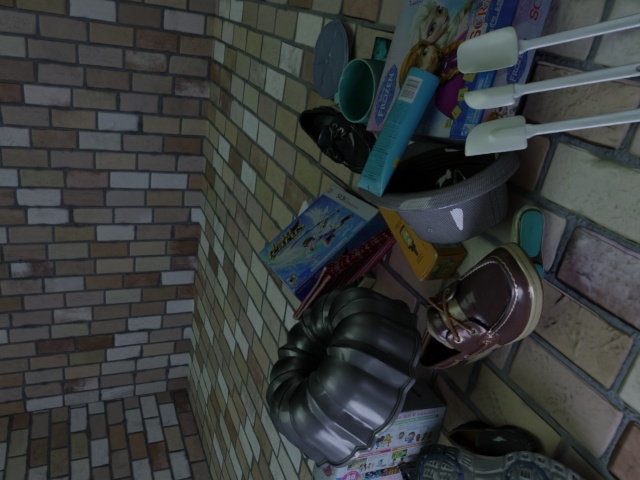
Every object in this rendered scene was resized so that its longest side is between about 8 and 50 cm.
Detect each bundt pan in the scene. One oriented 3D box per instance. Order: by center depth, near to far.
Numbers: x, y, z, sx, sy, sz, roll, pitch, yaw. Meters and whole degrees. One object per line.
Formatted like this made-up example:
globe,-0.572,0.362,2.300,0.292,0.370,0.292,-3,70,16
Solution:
bundt pan,0.018,0.219,0.925,0.331,0.124,0.331,-47,21,25

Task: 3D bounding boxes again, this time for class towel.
towel,0.068,0.055,1.098,0.031,0.275,0.199,48,141,13

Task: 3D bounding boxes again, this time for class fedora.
fedora,0.208,-0.078,0.877,0.275,0.244,0.124,12,132,53

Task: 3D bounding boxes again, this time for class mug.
mug,0.106,-0.318,1.097,0.157,0.097,0.129,53,137,41

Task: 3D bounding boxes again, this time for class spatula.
spatula,0.306,-0.211,0.689,0.242,0.019,0.168,-4,86,30

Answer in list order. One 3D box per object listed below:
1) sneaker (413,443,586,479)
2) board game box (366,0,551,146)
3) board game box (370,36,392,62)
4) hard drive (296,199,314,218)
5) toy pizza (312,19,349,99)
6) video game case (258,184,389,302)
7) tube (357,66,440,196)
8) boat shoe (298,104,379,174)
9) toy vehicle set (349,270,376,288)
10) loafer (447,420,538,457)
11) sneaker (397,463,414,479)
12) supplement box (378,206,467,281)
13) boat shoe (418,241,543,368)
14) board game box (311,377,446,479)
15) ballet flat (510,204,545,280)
sneaker,0.295,0.380,0.803,0.297,0.129,0.111,-4,64,45
board game box,0.223,-0.323,0.879,0.318,0.066,0.318,27,103,61
board game box,0.142,-0.350,1.166,0.126,0.026,0.186,-131,45,-53
hard drive,-0.015,0.062,1.504,0.203,0.040,0.307,115,144,-43
toy pizza,0.033,-0.476,1.380,0.201,0.032,0.201,13,104,63
video game case,0.000,0.000,1.253,0.061,0.269,0.244,50,174,-31
tube,0.122,-0.173,0.840,0.207,0.052,0.080,-64,24,6
boat shoe,0.039,-0.255,1.287,0.340,0.113,0.127,-122,39,-46
toy vehicle set,0.026,0.067,1.350,0.166,0.035,0.267,-55,44,24
loafer,0.285,0.342,0.871,0.170,0.061,0.062,-28,66,61
sneaker,0.202,0.523,1.024,0.051,0.089,0.170,170,98,-64
supplement box,0.191,-0.032,1.028,0.078,0.080,0.233,113,147,-43
boat shoe,0.226,0.125,0.813,0.342,0.123,0.123,102,148,-61
board game box,0.109,0.444,1.062,0.097,0.224,0.303,-133,47,-57
ballet flat,0.318,0.027,0.811,0.052,0.057,0.168,-75,-8,-81
